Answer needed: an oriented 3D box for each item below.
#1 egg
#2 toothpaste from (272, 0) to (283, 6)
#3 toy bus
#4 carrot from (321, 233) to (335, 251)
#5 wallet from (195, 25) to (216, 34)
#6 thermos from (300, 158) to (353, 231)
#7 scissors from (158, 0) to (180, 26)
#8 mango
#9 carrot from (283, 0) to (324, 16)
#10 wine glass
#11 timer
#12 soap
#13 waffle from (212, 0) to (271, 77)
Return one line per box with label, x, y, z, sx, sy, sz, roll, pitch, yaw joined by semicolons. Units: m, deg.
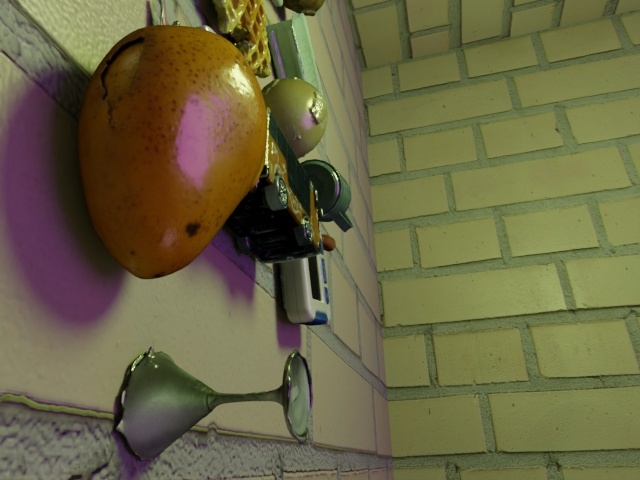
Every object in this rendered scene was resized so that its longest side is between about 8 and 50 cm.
egg;-0.066;-0.256;1.002;0.202;0.164;0.164;-75;154;-46
toothpaste;-0.153;-0.641;0.969;0.392;0.061;0.099;55;38;-60
toy bus;-0.096;-0.079;0.813;0.275;0.138;0.167;56;27;-58
carrot;0.000;0.000;1.397;0.216;0.048;0.048;23;60;-70
wallet;-0.182;-0.293;0.805;0.061;0.025;0.122;-22;103;-75
thermos;0.020;-0.108;1.273;0.182;0.144;0.286;56;10;10
scissors;-0.212;-0.240;0.654;0.133;0.019;0.188;53;34;-70
mango;-0.159;-0.104;0.510;0.191;0.159;0.291;45;50;-57
carrot;-0.079;-0.705;1.268;0.302;0.138;0.139;-2;84;-72
wine glass;-0.105;0.174;0.514;0.122;0.182;0.122;-6;90;-77
timer;-0.042;0.065;1.088;0.178;0.078;0.254;38;44;-69
soap;-0.062;-0.457;1.269;0.150;0.094;0.262;-74;153;-61
waffle;-0.153;-0.451;0.927;0.261;0.056;0.250;-32;118;-74
